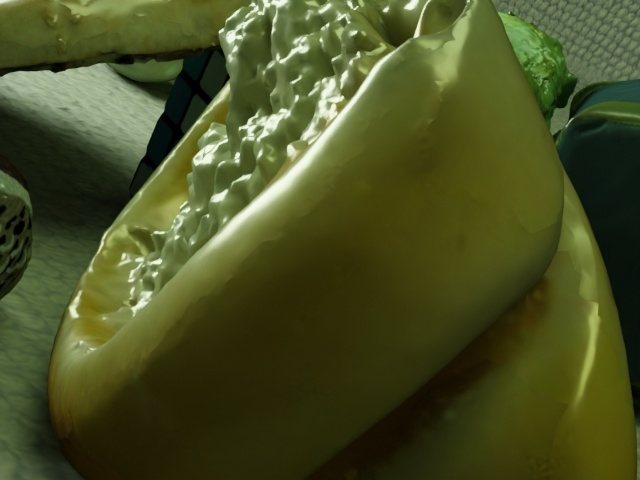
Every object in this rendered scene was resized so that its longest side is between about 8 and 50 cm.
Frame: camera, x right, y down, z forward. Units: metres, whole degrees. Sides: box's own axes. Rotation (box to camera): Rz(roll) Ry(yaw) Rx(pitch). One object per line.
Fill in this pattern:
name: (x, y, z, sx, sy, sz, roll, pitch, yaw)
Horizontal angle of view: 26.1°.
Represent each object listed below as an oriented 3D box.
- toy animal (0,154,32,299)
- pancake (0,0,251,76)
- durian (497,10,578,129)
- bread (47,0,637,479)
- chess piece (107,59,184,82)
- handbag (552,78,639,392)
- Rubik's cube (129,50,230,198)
toy animal: (-0.207, -0.003, 0.755, 0.098, 0.098, 0.137, 24, 17, -5)
pancake: (-0.215, -0.175, 1.025, 0.387, 0.082, 0.387, -7, 16, 2)
durian: (0.096, -0.111, 1.264, 0.204, 0.256, 0.340, 54, 25, -5)
bread: (0.024, -0.010, 0.705, 0.245, 0.329, 0.424, 23, 11, -10)
chess piece: (-0.108, -0.236, 1.483, 0.182, 0.182, 0.330, 35, 24, 28)
handbag: (0.295, -0.009, 1.201, 0.222, 0.263, 0.241, 4, 15, 15)
Rubik's cube: (-0.031, -0.052, 1.055, 0.155, 0.151, 0.154, 13, 22, -35)
